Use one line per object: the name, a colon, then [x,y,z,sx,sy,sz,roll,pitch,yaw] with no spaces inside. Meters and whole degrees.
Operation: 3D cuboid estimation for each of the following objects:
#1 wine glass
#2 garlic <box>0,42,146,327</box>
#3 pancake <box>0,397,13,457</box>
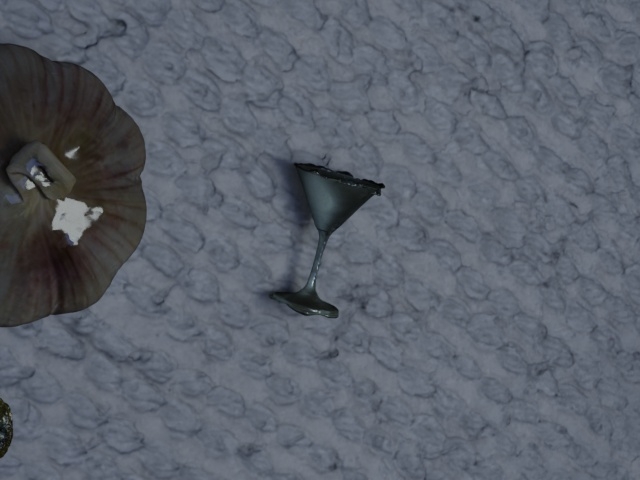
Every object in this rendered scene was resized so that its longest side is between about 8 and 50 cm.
wine glass: [0.000,0.000,2.063,0.122,0.122,0.183,13,98,-29]
garlic: [-0.336,-0.057,1.821,0.322,0.241,0.322,-21,128,-28]
pancake: [-0.414,0.227,1.930,0.108,0.017,0.108,-7,105,-28]
